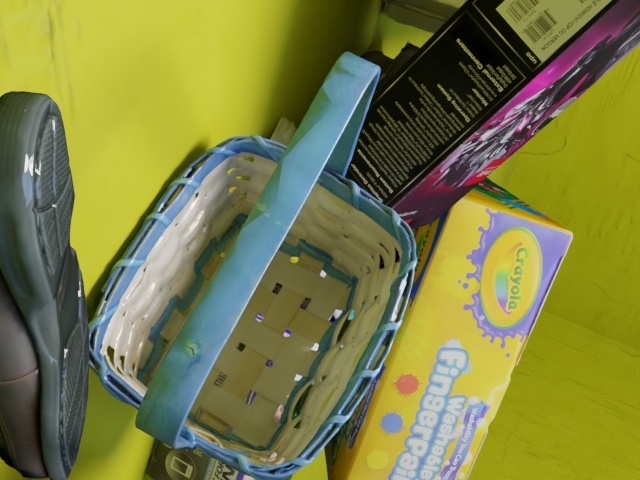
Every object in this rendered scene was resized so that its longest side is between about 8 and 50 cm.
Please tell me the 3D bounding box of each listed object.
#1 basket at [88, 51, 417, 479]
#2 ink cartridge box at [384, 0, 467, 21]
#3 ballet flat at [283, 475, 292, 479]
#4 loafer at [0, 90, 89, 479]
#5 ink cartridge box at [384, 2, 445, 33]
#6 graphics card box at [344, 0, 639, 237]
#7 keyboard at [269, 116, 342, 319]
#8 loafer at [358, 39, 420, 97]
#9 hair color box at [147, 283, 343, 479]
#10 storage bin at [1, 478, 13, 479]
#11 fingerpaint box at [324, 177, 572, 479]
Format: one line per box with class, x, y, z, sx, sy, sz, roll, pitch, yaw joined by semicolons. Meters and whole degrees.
basket;-0.040;0.032;0.539;0.255;0.201;0.289;-60;172;-19
ink cartridge box;0.134;-0.317;0.710;0.203;0.148;0.086;-70;163;9
ballet flat;-0.088;0.328;1.015;0.073;0.080;0.232;-8;119;-54
loafer;-0.171;0.035;0.395;0.096;0.084;0.268;-95;-167;-46
ink cartridge box;0.227;-0.304;0.913;0.283;0.207;0.117;-36;144;-61
graphics card box;0.165;-0.146;0.693;0.371;0.094;0.232;-44;166;26
keyboard;0.000;0.000;0.759;0.256;0.014;0.072;65;37;-36
loafer;0.051;-0.149;0.823;0.251;0.087;0.094;-35;172;-42
hair color box;-0.041;0.145;0.859;0.339;0.110;0.185;-20;132;-66
storage bin;-0.213;0.280;0.476;0.260;0.123;0.262;-62;162;-16
fingerpaint box;0.139;0.125;1.081;0.371;0.163;0.445;-102;-149;-74
